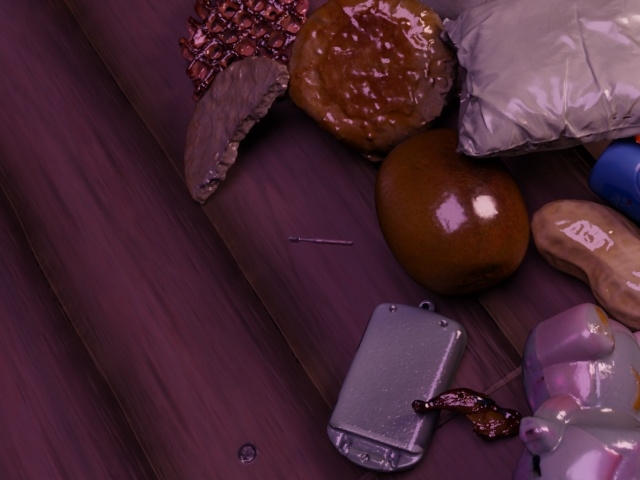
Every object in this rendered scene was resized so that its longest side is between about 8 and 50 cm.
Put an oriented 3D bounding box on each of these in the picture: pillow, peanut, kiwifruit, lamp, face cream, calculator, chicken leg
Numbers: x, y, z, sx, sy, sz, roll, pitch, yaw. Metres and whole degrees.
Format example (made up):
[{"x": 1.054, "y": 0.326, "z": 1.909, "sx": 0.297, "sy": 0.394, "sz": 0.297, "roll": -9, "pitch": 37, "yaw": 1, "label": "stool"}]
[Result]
[{"x": 0.314, "y": -0.226, "z": 1.708, "sx": 0.310, "sy": 0.138, "sz": 0.283, "roll": -12, "pitch": 51, "yaw": 8, "label": "pillow"}, {"x": 0.382, "y": 0.039, "z": 1.689, "sx": 0.125, "sy": 0.111, "sz": 0.274, "roll": -33, "pitch": 55, "yaw": -27, "label": "peanut"}, {"x": 0.173, "y": -0.044, "z": 1.749, "sx": 0.196, "sy": 0.196, "sz": 0.234, "roll": -21, "pitch": 54, "yaw": 6, "label": "kiwifruit"}, {"x": 0.308, "y": 0.254, "z": 1.569, "sx": 0.247, "sy": 0.247, "sz": 0.301, "roll": -29, "pitch": 47, "yaw": 37, "label": "lamp"}, {"x": 0.472, "y": -0.031, "z": 1.670, "sx": 0.264, "sy": 0.149, "sz": 0.083, "roll": 37, "pitch": 86, "yaw": 17, "label": "face cream"}, {"x": 0.103, "y": 0.189, "z": 1.737, "sx": 0.141, "sy": 0.045, "sz": 0.246, "roll": 14, "pitch": 70, "yaw": 22, "label": "calculator"}, {"x": 0.191, "y": 0.219, "z": 1.682, "sx": 0.145, "sy": 0.037, "sz": 0.062, "roll": 22, "pitch": 66, "yaw": -2, "label": "chicken leg"}]

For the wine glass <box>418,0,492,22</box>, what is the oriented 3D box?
[{"x": 0.276, "y": -0.368, "z": 1.908, "sx": 0.321, "sy": 0.143, "sz": 0.143, "roll": -2, "pitch": 64, "yaw": 19, "label": "wine glass"}]

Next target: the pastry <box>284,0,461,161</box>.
[{"x": 0.078, "y": -0.248, "z": 1.887, "sx": 0.257, "sy": 0.121, "sz": 0.235, "roll": 38, "pitch": 104, "yaw": 15, "label": "pastry"}]

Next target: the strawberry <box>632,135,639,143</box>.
[{"x": 0.475, "y": -0.122, "z": 1.779, "sx": 0.104, "sy": 0.048, "sz": 0.152, "roll": 14, "pitch": 86, "yaw": 15, "label": "strawberry"}]

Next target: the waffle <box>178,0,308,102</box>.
[{"x": -0.112, "y": -0.315, "z": 2.047, "sx": 0.221, "sy": 0.055, "sz": 0.234, "roll": -12, "pitch": 67, "yaw": 9, "label": "waffle"}]

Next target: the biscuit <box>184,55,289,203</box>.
[{"x": -0.141, "y": -0.187, "z": 1.951, "sx": 0.250, "sy": 0.032, "sz": 0.133, "roll": -54, "pitch": 47, "yaw": 21, "label": "biscuit"}]

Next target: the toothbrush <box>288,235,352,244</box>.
[{"x": 0.000, "y": 0.000, "z": 1.883, "sx": 0.097, "sy": 0.008, "sz": 0.006, "roll": 4, "pitch": 80, "yaw": 18, "label": "toothbrush"}]
